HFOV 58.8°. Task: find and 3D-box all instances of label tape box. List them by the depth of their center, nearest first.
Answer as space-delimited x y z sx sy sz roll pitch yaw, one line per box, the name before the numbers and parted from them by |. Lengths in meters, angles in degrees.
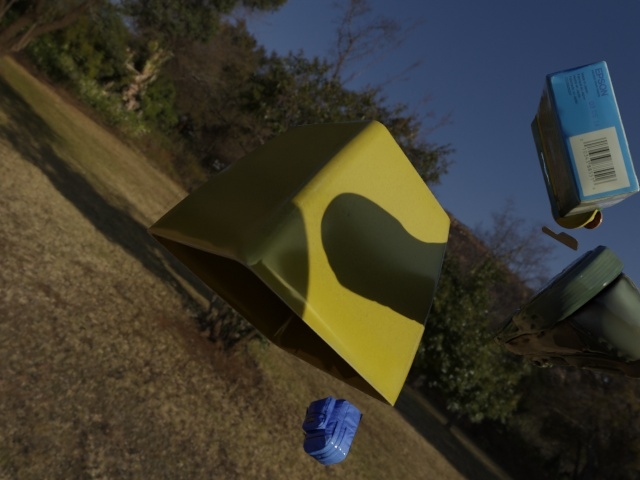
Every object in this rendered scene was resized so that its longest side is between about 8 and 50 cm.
label tape box | 0.514 -0.179 1.136 0.334 0.106 0.240 12 67 -74

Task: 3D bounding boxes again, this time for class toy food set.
toy food set | 0.610 -0.088 1.315 0.071 0.217 0.128 14 11 -27

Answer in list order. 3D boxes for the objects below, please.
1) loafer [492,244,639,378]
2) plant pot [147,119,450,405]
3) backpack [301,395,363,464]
loafer | 0.203 0.076 0.462 0.084 0.096 0.267 49 4 18
plant pot | 0.000 0.000 0.559 0.212 0.187 0.212 12 -31 54
backpack | 0.012 0.393 1.172 0.101 0.120 0.098 38 -45 -18
